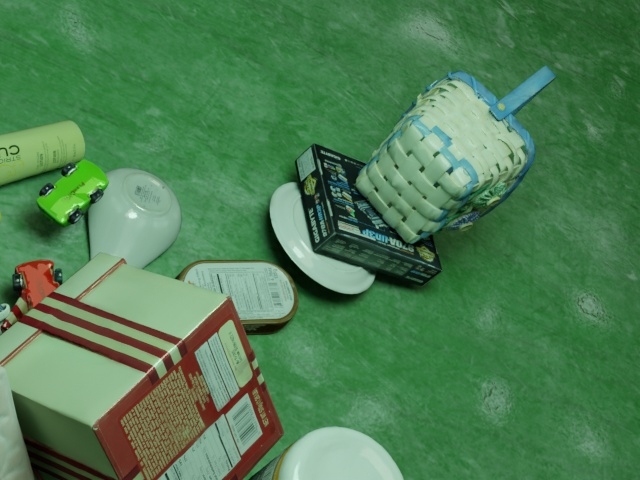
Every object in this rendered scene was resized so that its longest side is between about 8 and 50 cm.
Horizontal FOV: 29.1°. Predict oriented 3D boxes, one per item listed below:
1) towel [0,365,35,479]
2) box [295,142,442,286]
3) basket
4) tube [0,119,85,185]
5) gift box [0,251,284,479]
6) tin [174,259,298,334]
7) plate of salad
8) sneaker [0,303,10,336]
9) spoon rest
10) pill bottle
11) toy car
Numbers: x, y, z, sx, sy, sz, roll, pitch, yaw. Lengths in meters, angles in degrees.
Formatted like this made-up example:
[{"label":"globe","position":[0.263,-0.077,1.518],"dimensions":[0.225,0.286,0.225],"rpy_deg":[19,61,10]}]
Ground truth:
[{"label":"towel","position":[-0.425,0.322,1.232],"dimensions":[0.053,0.317,0.332],"rpy_deg":[19,37,36]},{"label":"box","position":[0.073,-0.038,1.859],"dimensions":[0.220,0.051,0.175],"rpy_deg":[18,44,-36]},{"label":"basket","position":[0.207,-0.135,1.844],"dimensions":[0.201,0.255,0.289],"rpy_deg":[45,52,3]},{"label":"tube","position":[-0.424,-0.103,1.624],"dimensions":[0.240,0.062,0.070],"rpy_deg":[-20,88,-41]},{"label":"gift box","position":[-0.214,0.177,1.415],"dimensions":[0.276,0.258,0.255],"rpy_deg":[-40,130,-37]},{"label":"tin","position":[-0.118,0.077,1.720],"dimensions":[0.190,0.040,0.106],"rpy_deg":[0,57,-32]},{"label":"plate of salad","position":[0.000,0.000,1.831],"dimensions":[0.200,0.048,0.200],"rpy_deg":[30,38,-26]},{"label":"sneaker","position":[-0.423,0.064,1.405],"dimensions":[0.323,0.236,0.130],"rpy_deg":[33,49,-9]},{"label":"spoon rest","position":[-0.265,0.000,1.663],"dimensions":[0.137,0.084,0.276],"rpy_deg":[29,37,-14]},{"label":"pill bottle","position":[-0.030,0.337,1.443],"dimensions":[0.162,0.278,0.162],"rpy_deg":[15,54,-22]},{"label":"toy car","position":[-0.362,-0.015,1.589],"dimensions":[0.239,0.053,0.225],"rpy_deg":[42,61,3]}]
